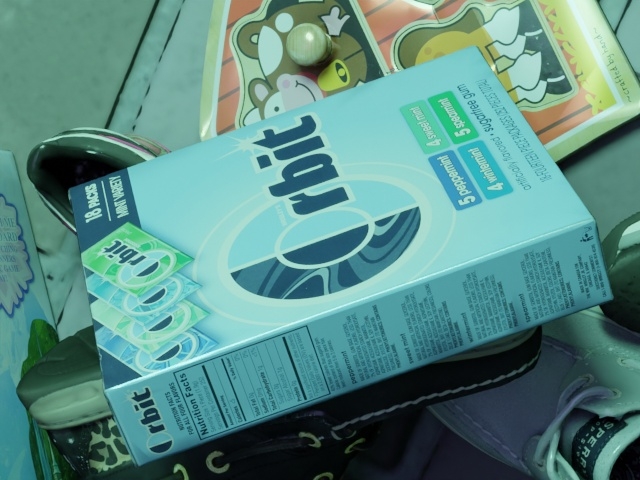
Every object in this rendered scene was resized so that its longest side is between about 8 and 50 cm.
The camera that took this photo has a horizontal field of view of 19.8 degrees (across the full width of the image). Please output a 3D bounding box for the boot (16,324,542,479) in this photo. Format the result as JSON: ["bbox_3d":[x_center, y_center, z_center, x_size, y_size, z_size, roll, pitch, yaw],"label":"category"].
[{"bbox_3d":[0.002,0.106,0.777,0.236,0.085,0.179,-11,110,25],"label":"boot"}]

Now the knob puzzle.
[{"bbox_3d":[0.023,-0.089,0.825,0.213,0.030,0.213,0,90,22],"label":"knob puzzle"}]

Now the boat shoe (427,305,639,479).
[{"bbox_3d":[0.130,0.081,0.750,0.227,0.081,0.079,25,99,20],"label":"boat shoe"}]

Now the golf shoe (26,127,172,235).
[{"bbox_3d":[-0.053,0.008,0.825,0.186,0.086,0.067,27,97,19],"label":"golf shoe"}]

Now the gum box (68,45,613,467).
[{"bbox_3d":[0.000,0.000,0.715,0.184,0.157,0.041,-19,122,-2],"label":"gum box"}]

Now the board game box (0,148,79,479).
[{"bbox_3d":[-0.197,0.110,0.758,0.066,0.318,0.318,-17,84,20],"label":"board game box"}]

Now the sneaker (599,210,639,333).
[{"bbox_3d":[0.208,0.054,0.692,0.228,0.086,0.132,1,59,22],"label":"sneaker"}]
